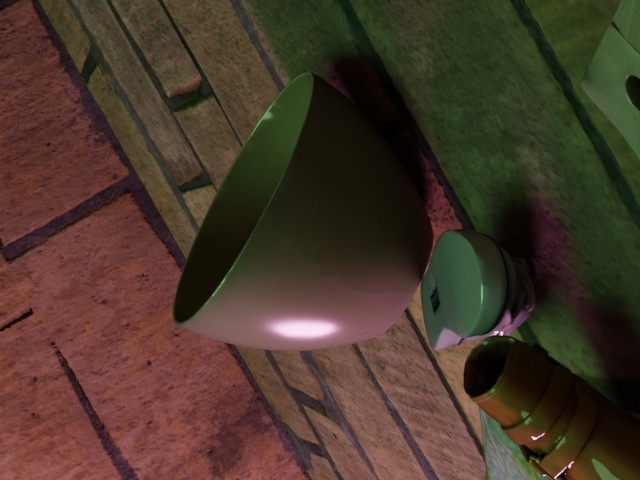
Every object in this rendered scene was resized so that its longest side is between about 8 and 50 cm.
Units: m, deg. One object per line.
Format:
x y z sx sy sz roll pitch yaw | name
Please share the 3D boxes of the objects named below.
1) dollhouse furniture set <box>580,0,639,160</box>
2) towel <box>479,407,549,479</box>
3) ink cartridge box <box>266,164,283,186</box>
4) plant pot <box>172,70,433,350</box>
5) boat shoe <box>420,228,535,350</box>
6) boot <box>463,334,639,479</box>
0.237 -0.061 0.622 0.184 0.129 0.129 56 166 17 | dollhouse furniture set
0.291 0.339 1.362 0.374 0.090 0.321 49 160 36 | towel
0.002 -0.044 1.555 0.143 0.092 0.090 58 166 2 | ink cartridge box
0.000 0.000 1.381 0.191 0.284 0.284 29 172 -14 | plant pot
0.151 0.048 1.231 0.267 0.088 0.096 100 161 -73 | boat shoe
0.230 0.166 1.073 0.220 0.109 0.283 41 -178 -10 | boot
